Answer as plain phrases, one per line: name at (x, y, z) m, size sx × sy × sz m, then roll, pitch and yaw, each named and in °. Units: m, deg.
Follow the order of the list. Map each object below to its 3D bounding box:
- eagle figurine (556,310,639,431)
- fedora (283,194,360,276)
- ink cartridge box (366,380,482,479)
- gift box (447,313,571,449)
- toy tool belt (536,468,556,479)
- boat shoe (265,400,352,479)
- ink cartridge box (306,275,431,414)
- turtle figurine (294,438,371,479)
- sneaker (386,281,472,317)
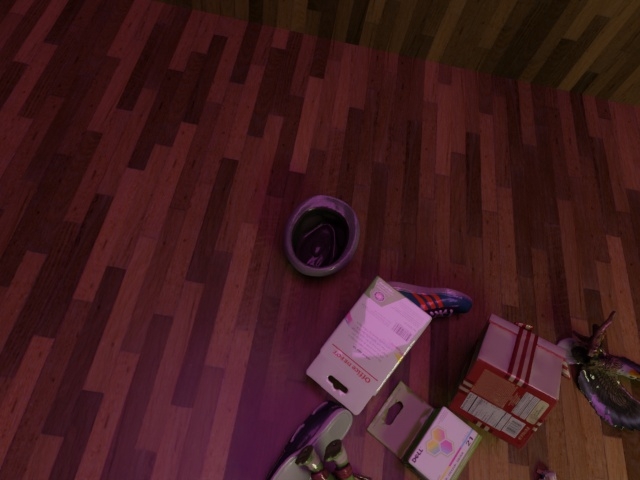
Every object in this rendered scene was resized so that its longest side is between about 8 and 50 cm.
eagle figurine at (0.928, 0.418, 1.511) m, size 0.226 × 0.225 × 0.298 m, roll -34°, pitch 105°, yaw 18°
fedora at (0.000, 0.000, 1.589) m, size 0.243 × 0.124 × 0.276 m, roll 16°, pitch 70°, yaw 2°
ink cartridge box at (0.289, 0.550, 1.356) m, size 0.255 × 0.097 × 0.189 m, roll 38°, pitch 69°, yaw 11°
gift box at (0.546, 0.403, 1.365) m, size 0.276 × 0.255 × 0.258 m, roll 30°, pitch 35°, yaw 13°
toy tool belt at (0.653, 0.705, 1.374) m, size 0.051 × 0.052 × 0.083 m, roll -5°, pitch 55°, yaw 24°
boat shoe at (-0.041, 0.570, 1.308) m, size 0.302 × 0.091 × 0.114 m, roll -36°, pitch 117°, yaw -25°
ink cartridge box at (0.141, 0.310, 1.420) m, size 0.207 × 0.119 × 0.353 m, roll 38°, pitch 83°, yaw 12°
turtle figurine at (0.041, 0.657, 1.183) m, size 0.274 × 0.197 × 0.266 m, roll -33°, pitch 99°, yaw -30°
sneaker at (0.338, 0.219, 1.546) m, size 0.301 × 0.108 × 0.121 m, roll 7°, pitch 62°, yaw 4°
